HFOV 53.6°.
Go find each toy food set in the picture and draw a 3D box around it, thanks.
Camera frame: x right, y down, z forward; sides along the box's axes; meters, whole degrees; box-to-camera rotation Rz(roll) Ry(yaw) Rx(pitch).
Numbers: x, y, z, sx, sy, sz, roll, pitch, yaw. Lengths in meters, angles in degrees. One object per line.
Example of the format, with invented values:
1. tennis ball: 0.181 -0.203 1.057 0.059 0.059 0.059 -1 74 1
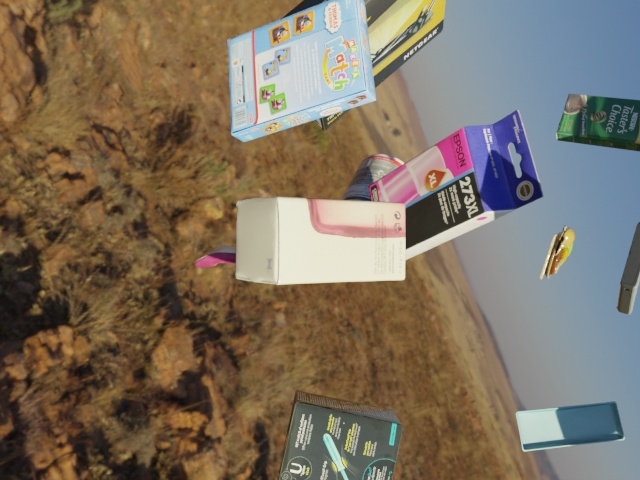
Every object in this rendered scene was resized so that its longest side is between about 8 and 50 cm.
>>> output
1. toy food set: 0.578 0.033 1.527 0.192 0.038 0.132 -17 123 -60

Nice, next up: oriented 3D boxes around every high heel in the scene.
1. high heel: -0.234 0.061 1.723 0.117 0.244 0.082 63 26 -12

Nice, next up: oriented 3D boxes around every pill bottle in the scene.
1. pill bottle: 0.129 -0.080 1.643 0.161 0.161 0.283 60 42 -34

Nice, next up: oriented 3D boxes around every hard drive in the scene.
1. hard drive: 0.440 0.042 0.889 0.094 0.022 0.135 -68 152 -13

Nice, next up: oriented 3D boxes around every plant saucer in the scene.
1. plant saucer: 0.436 0.326 1.113 0.018 0.192 0.067 109 -24 -71

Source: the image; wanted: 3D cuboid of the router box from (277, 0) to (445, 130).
1. router box: 0.082 -0.362 1.073 0.081 0.309 0.243 45 -8 19

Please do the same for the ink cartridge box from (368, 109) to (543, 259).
1. ink cartridge box: 0.245 -0.096 1.238 0.069 0.371 0.176 4 68 -39

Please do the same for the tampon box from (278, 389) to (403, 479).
1. tampon box: 0.027 0.306 0.947 0.101 0.161 0.120 122 -19 -86

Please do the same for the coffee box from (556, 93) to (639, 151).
1. coffee box: 0.642 -0.269 1.431 0.040 0.184 0.113 44 65 -58

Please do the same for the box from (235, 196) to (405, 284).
1. box: 0.000 0.000 0.994 0.148 0.232 0.127 1 -90 58

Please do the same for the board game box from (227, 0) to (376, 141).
1. board game box: -0.032 -0.243 0.895 0.039 0.211 0.160 27 54 -59
